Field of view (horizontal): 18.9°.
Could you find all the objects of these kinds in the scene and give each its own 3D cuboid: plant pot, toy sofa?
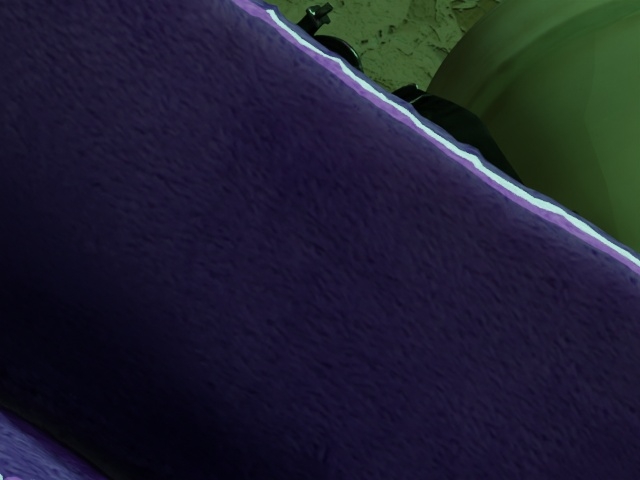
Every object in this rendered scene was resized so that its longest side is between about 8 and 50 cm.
[{"bbox_3d":[0.249,0.006,1.311,0.323,0.323,0.280,30,26,-33],"label":"plant pot"},{"bbox_3d":[-0.011,0.036,0.448,0.362,0.150,0.177,34,7,-8],"label":"toy sofa"}]

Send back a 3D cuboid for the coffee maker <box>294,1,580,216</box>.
[{"bbox_3d":[0.000,0.000,0.734,0.171,0.120,0.178,40,18,13],"label":"coffee maker"}]
